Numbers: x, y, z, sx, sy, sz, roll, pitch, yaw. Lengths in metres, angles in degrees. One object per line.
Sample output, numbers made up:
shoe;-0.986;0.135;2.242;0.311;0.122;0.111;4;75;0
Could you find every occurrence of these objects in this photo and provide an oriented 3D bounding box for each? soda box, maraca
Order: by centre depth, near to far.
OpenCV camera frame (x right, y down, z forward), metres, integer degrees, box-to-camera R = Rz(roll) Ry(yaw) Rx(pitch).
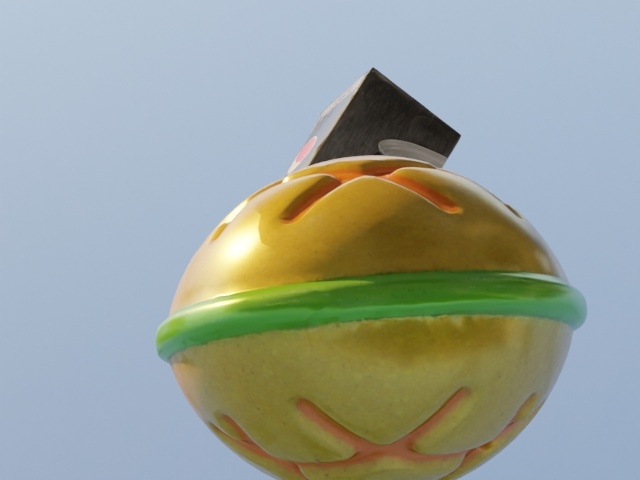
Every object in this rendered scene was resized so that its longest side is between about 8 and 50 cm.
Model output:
maraca;0.015;0.029;0.606;0.127;0.186;0.099;-1;-100;-1
soda box;0.000;0.000;0.921;0.060;0.053;0.169;37;-126;-8
